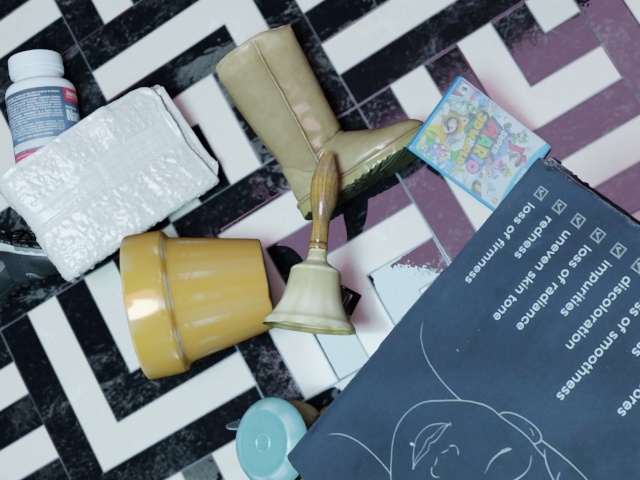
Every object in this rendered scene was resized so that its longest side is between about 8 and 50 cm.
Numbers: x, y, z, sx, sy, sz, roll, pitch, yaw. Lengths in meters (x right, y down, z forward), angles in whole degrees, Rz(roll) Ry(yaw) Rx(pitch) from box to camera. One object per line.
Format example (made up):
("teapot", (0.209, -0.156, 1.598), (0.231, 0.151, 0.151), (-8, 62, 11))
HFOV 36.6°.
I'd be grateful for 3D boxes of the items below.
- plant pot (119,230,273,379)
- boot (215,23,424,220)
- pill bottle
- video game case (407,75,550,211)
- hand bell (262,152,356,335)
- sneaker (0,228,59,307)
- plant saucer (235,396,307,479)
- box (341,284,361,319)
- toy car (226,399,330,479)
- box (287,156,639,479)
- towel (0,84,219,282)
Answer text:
("plant pot", (-0.164, 0.078, 1.357), (0.188, 0.205, 0.205), (-10, 83, -2))
("boot", (0.002, -0.196, 1.381), (0.236, 0.089, 0.269), (-30, 78, 10))
("pill bottle", (-0.423, -0.193, 1.479), (0.108, 0.108, 0.180), (-13, 83, 13))
("video game case", (0.216, -0.127, 1.313), (0.166, 0.015, 0.119), (34, 95, -17))
("hand bell", (0.000, 0.000, 1.299), (0.126, 0.126, 0.242), (4, 78, 15))
("sneaker", (-0.480, 0.050, 1.494), (0.283, 0.107, 0.124), (3, 103, 17))
("plant saucer", (-0.070, 0.264, 1.260), (0.119, 0.021, 0.119), (-8, 75, 35))
("box", (0.005, 0.080, 1.370), (0.083, 0.062, 0.052), (28, 94, 14))
("toy car", (-0.032, 0.281, 1.325), (0.188, 0.155, 0.148), (14, 89, 25))
("box", (0.302, 0.252, 1.055), (0.480, 0.297, 0.472), (-50, 46, 7))
("towel", (-0.303, -0.089, 1.408), (0.282, 0.049, 0.187), (-36, 92, -11))
